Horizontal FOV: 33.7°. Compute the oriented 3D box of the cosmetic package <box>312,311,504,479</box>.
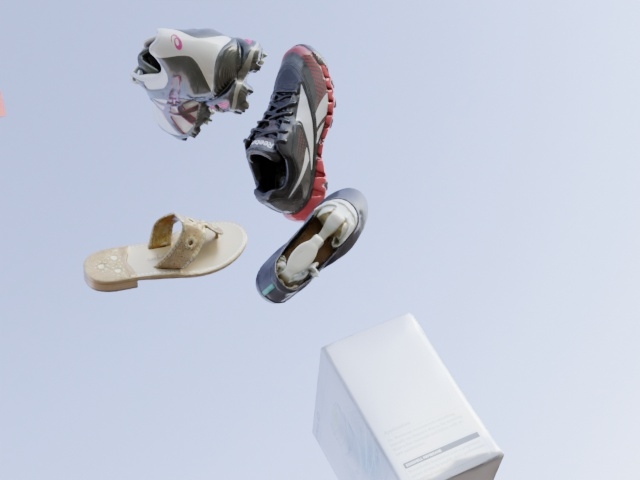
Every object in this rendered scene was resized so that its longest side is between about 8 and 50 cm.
[{"bbox_3d":[0.099,0.256,1.346,0.138,0.225,0.224,-19,-35,-18],"label":"cosmetic package"}]

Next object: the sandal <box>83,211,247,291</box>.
[{"bbox_3d":[-0.202,0.002,1.428,0.240,0.088,0.079,-16,-36,-24],"label":"sandal"}]

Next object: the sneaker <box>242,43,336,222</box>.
[{"bbox_3d":[-0.049,-0.168,1.606,0.135,0.097,0.276,6,-93,-50],"label":"sneaker"}]

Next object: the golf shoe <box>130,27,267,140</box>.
[{"bbox_3d":[-0.159,-0.190,1.198,0.120,0.273,0.105,19,-102,-21],"label":"golf shoe"}]

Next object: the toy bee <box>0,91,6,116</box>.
[{"bbox_3d":[-0.553,-0.193,1.470,0.162,0.195,0.298,-10,-13,-2],"label":"toy bee"}]

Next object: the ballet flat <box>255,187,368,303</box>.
[{"bbox_3d":[0.000,0.000,1.310,0.203,0.074,0.074,-45,-32,-26],"label":"ballet flat"}]
